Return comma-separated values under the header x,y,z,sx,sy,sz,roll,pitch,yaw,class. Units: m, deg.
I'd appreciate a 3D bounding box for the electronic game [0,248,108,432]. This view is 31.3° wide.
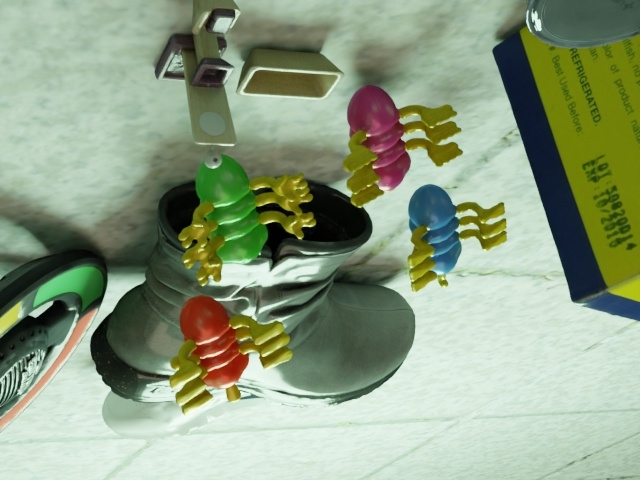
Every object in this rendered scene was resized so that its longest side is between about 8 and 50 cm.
x,y,z,sx,sy,sz,roll,pitch,yaw,class
-0.252,0.099,0.904,0.229,0.048,0.229,-50,170,-12,electronic game

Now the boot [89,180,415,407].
x,y,z,sx,sy,sz,roll,pitch,yaw,class
-0.010,0.045,0.972,0.338,0.118,0.222,-4,146,-38,boot

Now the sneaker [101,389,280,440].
x,y,z,sx,sy,sz,roll,pitch,yaw,class
-0.119,0.130,1.152,0.235,0.090,0.095,-20,143,7,sneaker

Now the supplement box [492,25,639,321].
x,y,z,sx,sy,sz,roll,pitch,yaw,class
0.320,-0.101,0.692,0.356,0.194,0.195,-30,151,35,supplement box

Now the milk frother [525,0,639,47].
x,y,z,sx,sy,sz,roll,pitch,yaw,class
0.081,-0.156,0.522,0.129,0.134,0.143,12,147,-42,milk frother

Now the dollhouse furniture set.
x,y,z,sx,sy,sz,roll,pitch,yaw,class
-0.028,-0.089,0.685,0.114,0.081,0.091,0,154,-27,dollhouse furniture set

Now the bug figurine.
x,y,z,sx,sy,sz,roll,pitch,yaw,class
0.000,0.000,0.805,0.279,0.072,0.216,-26,138,-17,bug figurine
